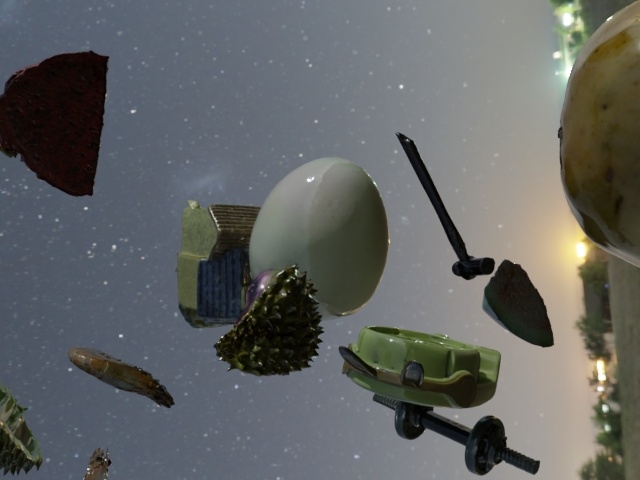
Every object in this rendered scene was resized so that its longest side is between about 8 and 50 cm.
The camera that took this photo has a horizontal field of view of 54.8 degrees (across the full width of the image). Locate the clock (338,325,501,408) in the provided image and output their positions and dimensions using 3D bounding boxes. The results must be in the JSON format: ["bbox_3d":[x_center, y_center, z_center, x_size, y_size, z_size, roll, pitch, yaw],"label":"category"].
[{"bbox_3d":[0.110,0.146,0.732,0.232,0.170,0.069,14,-93,-62],"label":"clock"}]

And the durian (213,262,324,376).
[{"bbox_3d":[-0.043,0.093,0.784,0.186,0.119,0.108,-42,-22,-60],"label":"durian"}]

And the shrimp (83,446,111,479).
[{"bbox_3d":[-0.494,0.573,1.303,0.063,0.152,0.287,35,-163,-29],"label":"shrimp"}]

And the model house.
[{"bbox_3d":[-0.190,0.060,1.496,0.261,0.266,0.321,2,-93,-30],"label":"model house"}]

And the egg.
[{"bbox_3d":[0.000,0.000,1.233,0.283,0.283,0.345,-44,-31,-61],"label":"egg"}]

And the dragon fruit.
[{"bbox_3d":[-0.569,-0.267,1.293,0.205,0.152,0.317,4,-64,-31],"label":"dragon fruit"}]

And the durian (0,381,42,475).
[{"bbox_3d":[-0.598,0.327,1.137,0.352,0.158,0.169,90,-173,-51],"label":"durian"}]

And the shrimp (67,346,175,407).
[{"bbox_3d":[-0.391,0.268,1.234,0.133,0.236,0.053,113,-179,-76],"label":"shrimp"}]

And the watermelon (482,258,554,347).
[{"bbox_3d":[0.310,0.106,0.981,0.180,0.094,0.081,54,176,-25],"label":"watermelon"}]

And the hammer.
[{"bbox_3d":[0.128,-0.038,0.654,0.021,0.065,0.178,-31,-81,-20],"label":"hammer"}]

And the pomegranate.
[{"bbox_3d":[0.429,-0.123,0.694,0.332,0.332,0.333,-7,-90,-67],"label":"pomegranate"}]

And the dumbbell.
[{"bbox_3d":[0.173,0.253,0.833,0.081,0.254,0.082,-14,-70,-43],"label":"dumbbell"}]
